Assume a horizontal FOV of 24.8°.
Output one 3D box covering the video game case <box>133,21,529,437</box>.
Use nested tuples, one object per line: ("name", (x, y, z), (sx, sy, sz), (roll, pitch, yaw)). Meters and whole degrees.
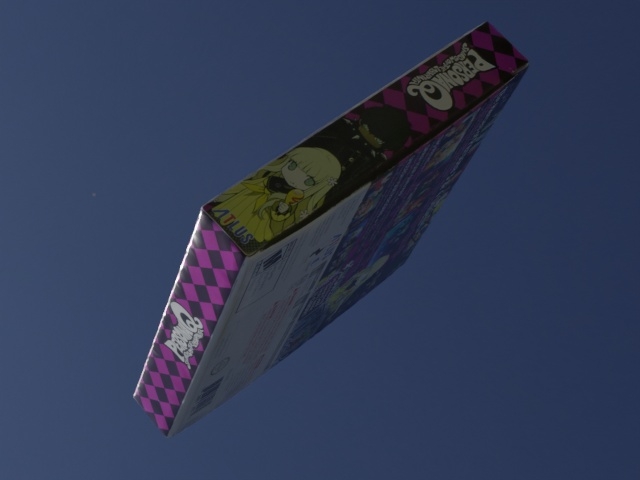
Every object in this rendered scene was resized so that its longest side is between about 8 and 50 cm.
("video game case", (0.000, 0.000, 0.824), (0.210, 0.232, 0.042), (-35, -105, -29))
